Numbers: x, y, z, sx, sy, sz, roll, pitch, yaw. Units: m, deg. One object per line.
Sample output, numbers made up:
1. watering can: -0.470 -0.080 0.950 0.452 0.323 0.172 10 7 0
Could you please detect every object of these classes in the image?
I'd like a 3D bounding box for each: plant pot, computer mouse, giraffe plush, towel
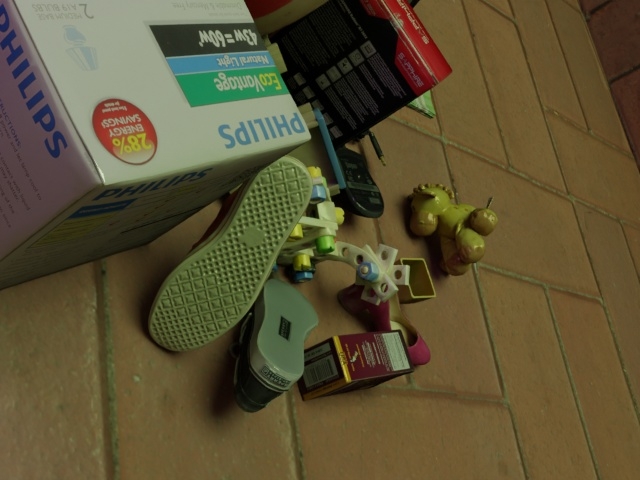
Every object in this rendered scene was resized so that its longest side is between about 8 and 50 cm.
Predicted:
1. plant pot: 0.160 0.088 1.614 0.081 0.083 0.082 3 65 -48
2. computer mouse: 0.073 -0.140 1.684 0.184 0.060 0.262 0 56 -44
3. giraffe plush: 0.267 -0.048 1.780 0.170 0.181 0.210 27 56 -7
4. towel: 0.225 -0.371 2.029 0.152 0.023 0.113 17 56 -43

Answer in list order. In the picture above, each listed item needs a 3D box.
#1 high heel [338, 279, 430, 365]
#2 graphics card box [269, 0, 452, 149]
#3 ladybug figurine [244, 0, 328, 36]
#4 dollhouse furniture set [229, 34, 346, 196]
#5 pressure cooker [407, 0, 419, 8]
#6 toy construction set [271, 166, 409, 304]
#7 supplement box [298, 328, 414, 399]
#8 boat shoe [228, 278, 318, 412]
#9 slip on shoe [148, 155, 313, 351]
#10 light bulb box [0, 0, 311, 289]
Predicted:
1. high heel: 0.152 0.144 1.542 0.244 0.117 0.082 45 40 -20
2. graphics card box: 0.022 -0.292 1.460 0.233 0.371 0.094 54 41 -7
3. ladybug figurine: -0.056 -0.496 1.271 0.162 0.449 0.305 33 30 -53
4. dollhouse furniture set: -0.143 -0.181 1.411 0.198 0.286 0.303 -113 180 -59
5. pressure cooker: -0.022 -0.608 1.596 0.420 0.369 0.376 2 107 -45
6. toy construction set: 0.000 0.000 1.361 0.327 0.215 0.151 35 43 -45
7. supplement box: 0.057 0.208 1.404 0.188 0.104 0.081 1 66 -49
8. boat shoe: -0.075 0.161 1.280 0.113 0.105 0.306 35 19 -14
9. slip on shoe: -0.127 0.019 1.179 0.123 0.331 0.101 33 8 -14
10. light bulb box: -0.276 -0.119 1.018 0.358 0.361 0.225 -22 85 -53
